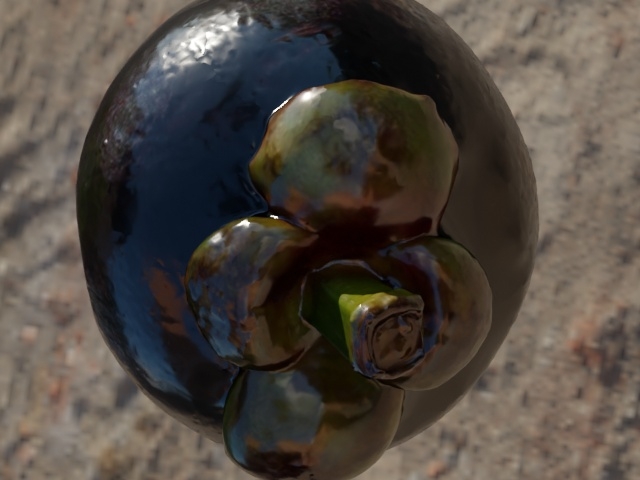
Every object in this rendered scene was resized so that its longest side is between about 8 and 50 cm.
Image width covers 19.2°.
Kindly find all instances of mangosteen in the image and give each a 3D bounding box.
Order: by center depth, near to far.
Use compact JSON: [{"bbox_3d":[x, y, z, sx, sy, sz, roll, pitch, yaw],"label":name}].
[{"bbox_3d":[0.000,0.000,1.015,0.302,0.275,0.275,-122,52,-68],"label":"mangosteen"}]
